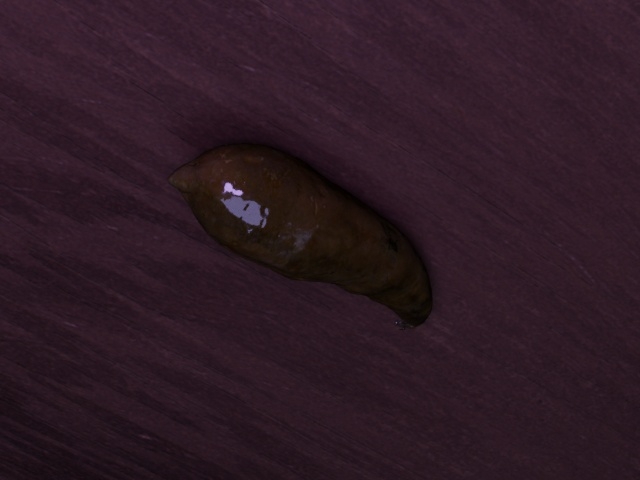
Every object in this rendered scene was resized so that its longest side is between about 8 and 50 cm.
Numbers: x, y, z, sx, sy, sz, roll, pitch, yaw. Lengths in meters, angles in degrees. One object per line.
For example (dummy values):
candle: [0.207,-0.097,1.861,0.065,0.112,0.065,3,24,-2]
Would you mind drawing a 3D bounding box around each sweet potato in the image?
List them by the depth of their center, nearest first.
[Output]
sweet potato: [0.005,-0.002,2.173,0.130,0.130,0.423,-36,136,28]
